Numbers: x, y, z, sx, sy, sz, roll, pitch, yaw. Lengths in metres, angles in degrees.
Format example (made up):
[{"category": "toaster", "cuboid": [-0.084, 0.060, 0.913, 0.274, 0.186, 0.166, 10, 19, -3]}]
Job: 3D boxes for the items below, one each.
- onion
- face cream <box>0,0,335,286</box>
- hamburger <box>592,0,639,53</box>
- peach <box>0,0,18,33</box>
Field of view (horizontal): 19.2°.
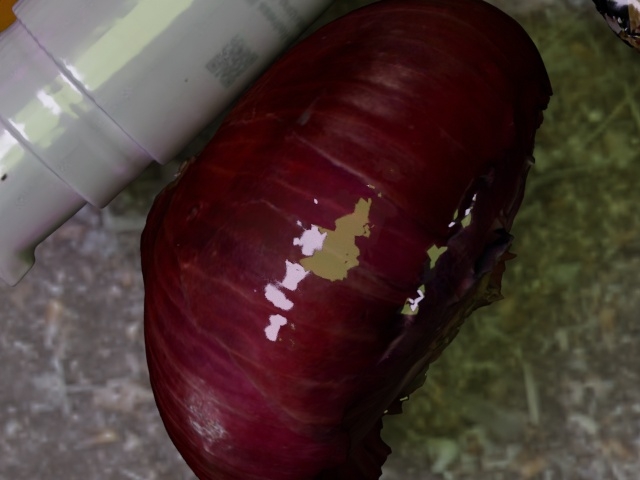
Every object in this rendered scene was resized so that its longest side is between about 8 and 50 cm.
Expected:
[{"category": "onion", "cuboid": [0.009, 0.004, 0.834, 0.161, 0.248, 0.248, 26, 94, -9]}, {"category": "face cream", "cuboid": [-0.042, -0.128, 0.845, 0.345, 0.102, 0.102, -43, 88, 0]}, {"category": "hamburger", "cuboid": [0.211, -0.175, 0.878, 0.231, 0.107, 0.231, 0, 89, 9]}, {"category": "peach", "cuboid": [-0.166, -0.149, 0.898, 0.138, 0.138, 0.138, 0, 92, 5]}]
